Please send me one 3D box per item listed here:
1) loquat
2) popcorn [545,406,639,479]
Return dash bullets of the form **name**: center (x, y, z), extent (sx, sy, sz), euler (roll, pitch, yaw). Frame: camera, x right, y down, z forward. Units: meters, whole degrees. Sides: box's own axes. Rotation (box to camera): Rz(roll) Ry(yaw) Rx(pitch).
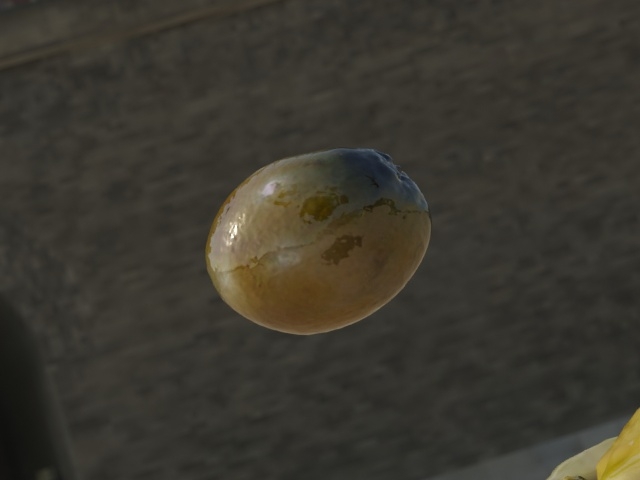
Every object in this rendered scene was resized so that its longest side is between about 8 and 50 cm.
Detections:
- **loquat**: center (0.000, 0.000, 1.965), extent (0.227, 0.179, 0.179), euler (-18, -7, 15)
- **popcorn**: center (0.289, 0.230, 1.107), extent (0.390, 0.344, 0.354), euler (-12, -17, -27)
